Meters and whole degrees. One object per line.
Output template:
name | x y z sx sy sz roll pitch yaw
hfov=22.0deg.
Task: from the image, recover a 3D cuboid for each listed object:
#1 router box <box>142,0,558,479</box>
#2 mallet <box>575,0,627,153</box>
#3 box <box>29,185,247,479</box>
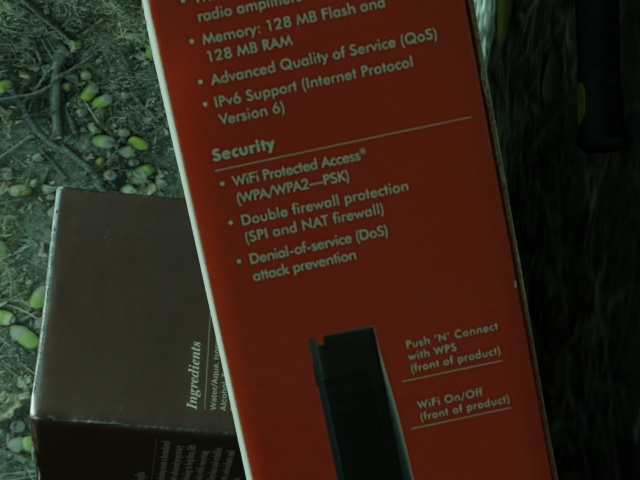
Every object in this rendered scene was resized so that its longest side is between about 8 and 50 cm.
router box | 0.000 0.000 0.576 0.335 0.082 0.301 -115 14 -78
mallet | 0.084 -0.122 0.519 0.062 0.039 0.190 -178 89 -84
box | -0.087 0.078 1.125 0.168 0.203 0.167 110 164 -65
